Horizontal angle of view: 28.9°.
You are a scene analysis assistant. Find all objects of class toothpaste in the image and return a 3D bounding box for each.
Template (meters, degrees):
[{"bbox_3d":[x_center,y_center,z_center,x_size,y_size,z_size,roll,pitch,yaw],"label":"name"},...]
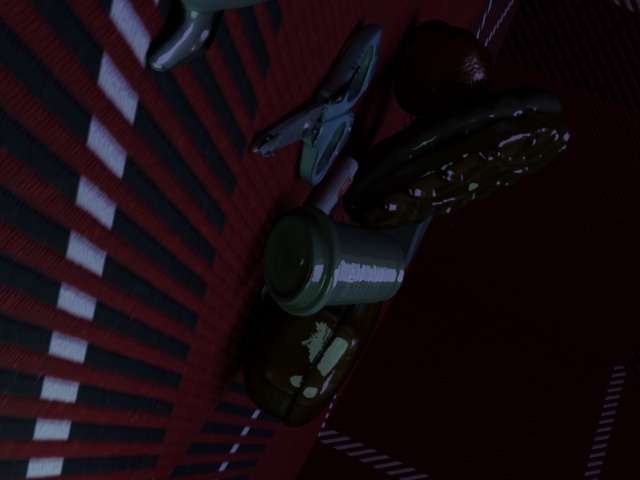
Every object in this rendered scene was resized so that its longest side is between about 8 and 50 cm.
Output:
[{"bbox_3d":[-0.016,-0.019,1.501,0.218,0.033,0.052,-56,171,-29],"label":"toothpaste"}]

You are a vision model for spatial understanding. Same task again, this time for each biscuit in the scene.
[{"bbox_3d":[0.186,-0.109,1.700,0.332,0.103,0.332,-23,171,-4],"label":"biscuit"}]

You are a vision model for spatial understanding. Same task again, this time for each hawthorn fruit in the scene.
[{"bbox_3d":[0.167,-0.227,1.713,0.138,0.133,0.133,-61,172,-8],"label":"hawthorn fruit"}]

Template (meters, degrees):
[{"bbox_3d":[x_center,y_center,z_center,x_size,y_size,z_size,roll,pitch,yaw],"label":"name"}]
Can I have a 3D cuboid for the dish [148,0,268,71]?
[{"bbox_3d":[-0.015,-0.200,0.709,0.224,0.078,0.246,-50,164,-68],"label":"dish"}]

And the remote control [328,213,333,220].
[{"bbox_3d":[-0.002,-0.001,1.671,0.152,0.027,0.043,99,13,-71],"label":"remote control"}]

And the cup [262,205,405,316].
[{"bbox_3d":[0.019,0.025,1.359,0.141,0.120,0.120,5,118,-36],"label":"cup"}]

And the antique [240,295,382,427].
[{"bbox_3d":[-0.010,0.115,1.517,0.223,0.129,0.278,-59,176,11],"label":"antique"}]

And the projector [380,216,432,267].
[{"bbox_3d":[0.173,-0.087,2.354,0.256,0.099,0.192,104,12,-59],"label":"projector"}]

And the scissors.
[{"bbox_3d":[-0.005,-0.118,1.239,0.191,0.029,0.360,-66,173,18],"label":"scissors"}]
